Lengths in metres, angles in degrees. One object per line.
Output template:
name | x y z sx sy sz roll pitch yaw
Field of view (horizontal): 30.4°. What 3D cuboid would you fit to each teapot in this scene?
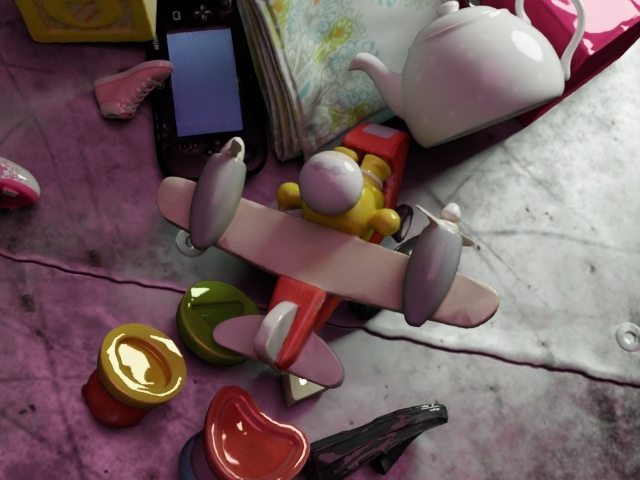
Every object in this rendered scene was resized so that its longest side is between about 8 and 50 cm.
teapot | 0.221 -0.257 1.693 0.256 0.252 0.187 -20 90 -38

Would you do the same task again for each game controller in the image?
game controller | -0.177 -0.237 1.797 0.167 0.067 0.319 -3 70 -14

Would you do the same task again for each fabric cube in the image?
fabric cube | 0.373 -0.387 1.881 0.259 0.254 0.258 -36 83 -23

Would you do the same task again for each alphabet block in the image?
alphabet block | -0.348 -0.424 1.747 0.194 0.192 0.197 -2 70 2

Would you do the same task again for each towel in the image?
towel | 0.058 -0.320 1.758 0.374 0.320 0.090 -33 44 -22

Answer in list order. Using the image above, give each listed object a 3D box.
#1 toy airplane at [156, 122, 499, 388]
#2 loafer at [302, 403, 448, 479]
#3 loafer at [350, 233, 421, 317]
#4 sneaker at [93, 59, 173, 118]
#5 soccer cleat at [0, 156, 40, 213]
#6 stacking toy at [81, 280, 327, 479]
toy airplane | 0.000 0.000 1.593 0.386 0.272 0.384 -16 53 -11
loafer | 0.081 0.290 1.654 0.223 0.076 0.078 -19 80 -14
loafer | 0.117 0.047 1.758 0.062 0.061 0.170 41 66 5
sneaker | -0.274 -0.220 1.755 0.134 0.051 0.070 -15 77 19
soccer cleat | -0.548 -0.140 1.646 0.331 0.116 0.143 13 67 -7
stacking toy | -0.155 0.221 1.634 0.309 0.130 0.279 42 40 2
